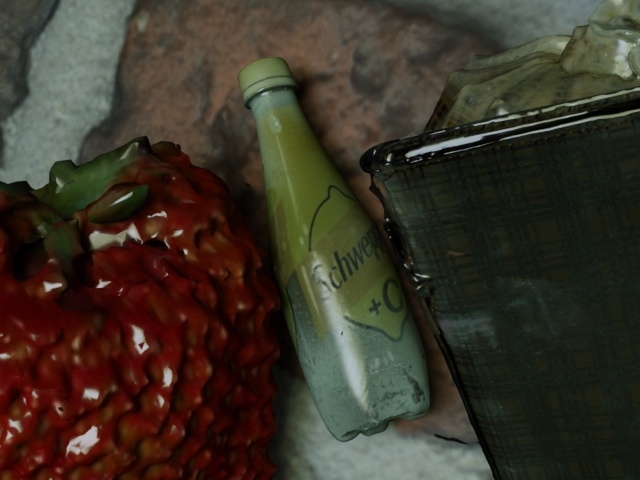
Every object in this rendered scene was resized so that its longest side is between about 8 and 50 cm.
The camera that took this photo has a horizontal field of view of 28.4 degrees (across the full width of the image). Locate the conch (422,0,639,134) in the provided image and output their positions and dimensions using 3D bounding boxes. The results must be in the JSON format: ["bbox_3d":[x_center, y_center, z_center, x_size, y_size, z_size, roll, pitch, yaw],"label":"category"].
[{"bbox_3d":[0.144,-0.032,0.761,0.210,0.159,0.291,27,99,21],"label":"conch"}]

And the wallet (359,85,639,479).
[{"bbox_3d":[0.151,0.059,0.707,0.169,0.044,0.317,-12,126,20],"label":"wallet"}]

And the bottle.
[{"bbox_3d":[0.000,0.000,0.860,0.083,0.083,0.269,-25,77,20],"label":"bottle"}]

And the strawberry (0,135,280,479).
[{"bbox_3d":[-0.171,0.120,0.827,0.267,0.312,0.351,3,108,50],"label":"strawberry"}]
